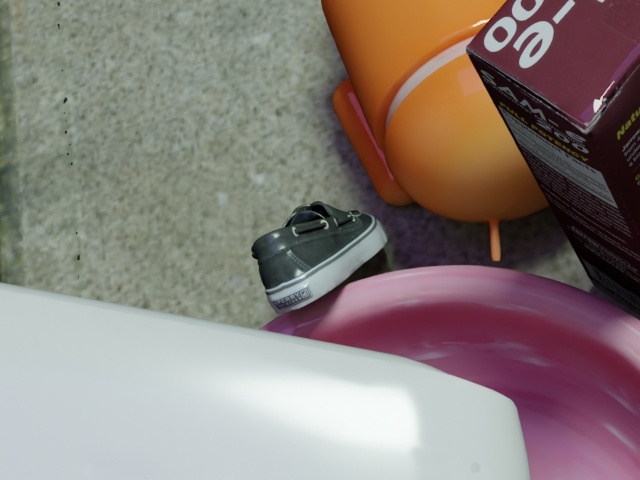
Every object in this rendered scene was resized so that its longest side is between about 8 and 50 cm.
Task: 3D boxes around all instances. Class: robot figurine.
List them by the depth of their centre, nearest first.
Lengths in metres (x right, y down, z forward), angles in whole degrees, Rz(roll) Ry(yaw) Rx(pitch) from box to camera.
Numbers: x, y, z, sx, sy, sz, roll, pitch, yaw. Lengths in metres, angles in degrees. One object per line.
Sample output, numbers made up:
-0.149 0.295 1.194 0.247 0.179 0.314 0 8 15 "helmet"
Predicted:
0.076 -0.100 0.865 0.158 0.128 0.219 -25 57 7 "robot figurine"

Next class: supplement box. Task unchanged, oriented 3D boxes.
0.162 -0.056 0.736 0.073 0.239 0.130 38 83 32 "supplement box"

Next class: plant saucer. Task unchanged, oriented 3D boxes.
0.055 0.177 0.759 0.332 0.084 0.332 -10 62 19 "plant saucer"

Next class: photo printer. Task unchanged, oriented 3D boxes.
-0.068 0.155 0.668 0.307 0.107 0.256 11 72 6 "photo printer"

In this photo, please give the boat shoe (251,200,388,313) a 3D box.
0.000 0.000 0.842 0.049 0.142 0.040 -25 95 17 "boat shoe"
